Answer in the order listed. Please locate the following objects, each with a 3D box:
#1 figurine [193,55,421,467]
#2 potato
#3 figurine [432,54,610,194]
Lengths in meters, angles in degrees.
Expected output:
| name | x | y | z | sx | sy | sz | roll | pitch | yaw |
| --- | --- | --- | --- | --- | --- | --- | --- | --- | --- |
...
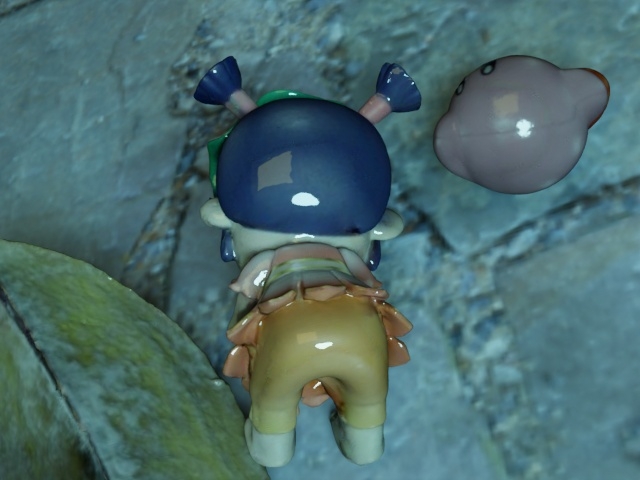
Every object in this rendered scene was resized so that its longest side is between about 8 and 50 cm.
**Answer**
| name | x | y | z | sx | sy | sz | roll | pitch | yaw |
| --- | --- | --- | --- | --- | --- | --- | --- | --- | --- |
| figurine | 0.000 | 0.000 | 0.616 | 0.111 | 0.102 | 0.195 | 0 | 45 | -12 |
| potato | -0.087 | 0.123 | 0.601 | 0.261 | 0.100 | 0.120 | 55 | 131 | 28 |
| figurine | 0.097 | -0.056 | 0.622 | 0.083 | 0.071 | 0.067 | -21 | 91 | 24 |
